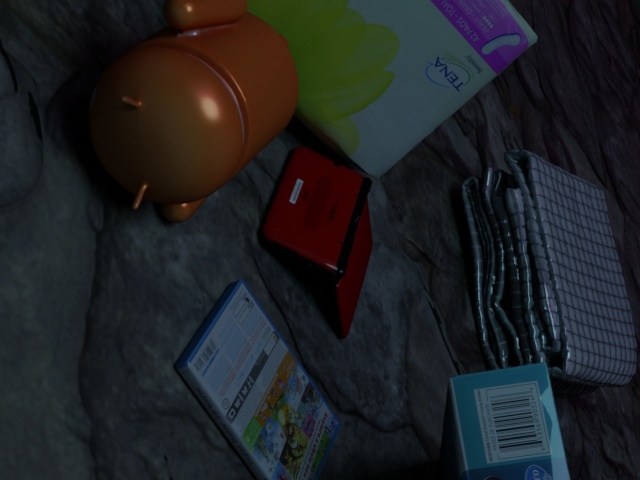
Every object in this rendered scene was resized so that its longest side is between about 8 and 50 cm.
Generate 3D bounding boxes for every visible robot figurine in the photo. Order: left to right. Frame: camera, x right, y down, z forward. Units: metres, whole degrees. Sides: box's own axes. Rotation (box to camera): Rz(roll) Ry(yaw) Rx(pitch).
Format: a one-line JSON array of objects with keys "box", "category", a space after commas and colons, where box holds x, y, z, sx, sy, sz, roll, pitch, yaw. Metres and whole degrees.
[{"box": [-0.098, -0.110, 0.878, 0.128, 0.158, 0.219, 46, 34, -6], "category": "robot figurine"}]

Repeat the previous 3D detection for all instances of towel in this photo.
[{"box": [0.277, 0.048, 1.388, 0.235, 0.121, 0.283, 14, 61, -52], "category": "towel"}]

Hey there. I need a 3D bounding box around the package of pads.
[{"box": [0.038, -0.212, 1.058, 0.296, 0.229, 0.101, 37, 19, -41], "category": "package of pads"}]

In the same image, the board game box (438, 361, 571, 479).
[{"box": [0.159, 0.272, 0.941, 0.336, 0.079, 0.253, 79, 3, -68], "category": "board game box"}]

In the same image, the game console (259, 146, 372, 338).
[{"box": [0.000, 0.000, 1.077, 0.124, 0.085, 0.144, 26, 42, -7], "category": "game console"}]

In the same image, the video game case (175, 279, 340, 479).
[{"box": [-0.046, 0.130, 0.922, 0.166, 0.015, 0.119, 57, 32, -18], "category": "video game case"}]

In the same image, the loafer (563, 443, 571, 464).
[{"box": [0.239, 0.233, 1.268, 0.148, 0.056, 0.050, 16, 64, -53], "category": "loafer"}]
